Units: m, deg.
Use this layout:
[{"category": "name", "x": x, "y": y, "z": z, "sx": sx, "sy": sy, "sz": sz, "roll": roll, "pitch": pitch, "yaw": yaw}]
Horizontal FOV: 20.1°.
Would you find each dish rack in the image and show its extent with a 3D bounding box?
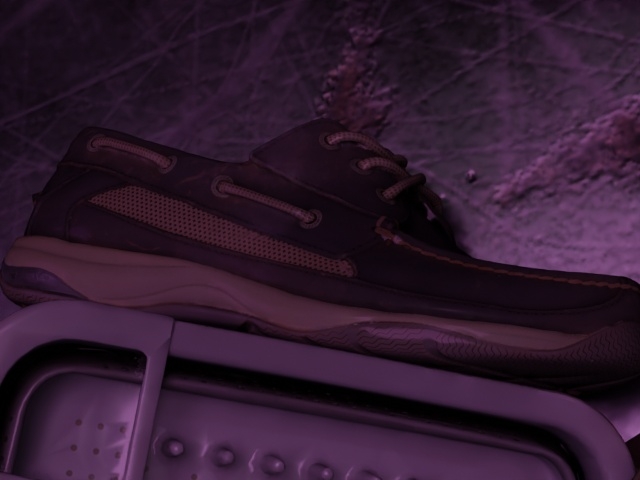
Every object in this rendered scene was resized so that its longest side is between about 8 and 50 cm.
[{"category": "dish rack", "x": -0.027, "y": 0.191, "z": 0.860, "sx": 0.333, "sy": 0.072, "sz": 0.285, "roll": 11, "pitch": 83, "yaw": -12}]

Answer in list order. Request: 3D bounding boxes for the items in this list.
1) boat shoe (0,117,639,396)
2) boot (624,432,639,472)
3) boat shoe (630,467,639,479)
[{"category": "boat shoe", "x": 0.000, "y": 0.000, "z": 0.943, "sx": 0.355, "sy": 0.132, "sz": 0.130, "roll": 8, "pitch": 78, "yaw": 17}, {"category": "boot", "x": 0.181, "y": 0.156, "z": 0.895, "sx": 0.114, "sy": 0.037, "sz": 0.106, "roll": 30, "pitch": 72, "yaw": 19}, {"category": "boat shoe", "x": 0.156, "y": 0.201, "z": 0.793, "sx": 0.122, "sy": 0.120, "sz": 0.324, "roll": 27, "pitch": 80, "yaw": 11}]
